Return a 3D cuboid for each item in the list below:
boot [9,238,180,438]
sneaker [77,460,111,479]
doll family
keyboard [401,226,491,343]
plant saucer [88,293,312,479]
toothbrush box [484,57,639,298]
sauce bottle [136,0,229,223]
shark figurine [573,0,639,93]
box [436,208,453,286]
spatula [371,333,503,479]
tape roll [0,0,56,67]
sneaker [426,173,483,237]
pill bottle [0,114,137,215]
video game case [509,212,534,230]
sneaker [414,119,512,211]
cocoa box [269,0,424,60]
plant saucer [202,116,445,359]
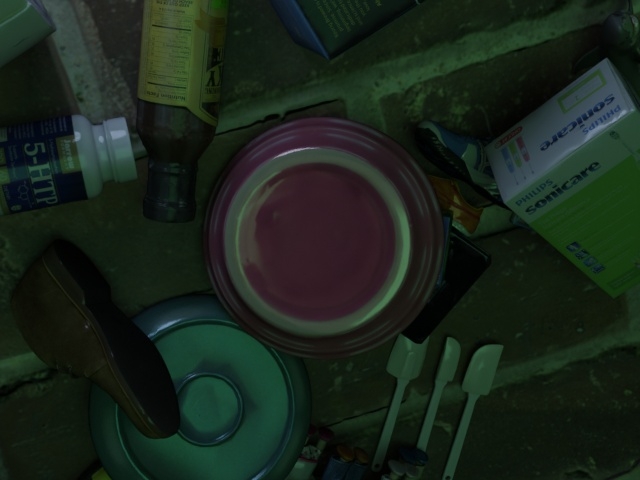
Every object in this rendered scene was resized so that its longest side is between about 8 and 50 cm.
[{"bbox_3d":[-0.297,0.151,1.453,0.115,0.112,0.305,-41,73,12],"label":"boot"},{"bbox_3d":[-0.332,0.441,1.546,0.384,0.147,0.145,-45,107,-1],"label":"sneaker"},{"bbox_3d":[0.043,0.385,1.623,0.263,0.118,0.163,17,109,-17],"label":"doll family"},{"bbox_3d":[0.152,0.059,1.586,0.108,0.023,0.180,34,113,-8],"label":"keyboard"},{"bbox_3d":[-0.160,0.232,1.529,0.317,0.043,0.318,1,86,-16],"label":"plant saucer"},{"bbox_3d":[0.395,-0.076,1.499,0.206,0.122,0.283,-37,129,24],"label":"toothbrush box"},{"bbox_3d":[-0.183,-0.196,1.428,0.111,0.111,0.344,3,106,-13],"label":"sauce bottle"},{"bbox_3d":[0.427,-0.231,1.576,0.116,0.166,0.278,-17,130,19],"label":"shark figurine"},{"bbox_3d":[0.090,-0.004,1.542,0.179,0.043,0.105,10,108,14],"label":"box"},{"bbox_3d":[0.167,0.253,1.677,0.168,0.019,0.242,11,106,-16],"label":"spatula"},{"bbox_3d":[-0.421,-0.328,1.243,0.100,0.286,0.286,-34,109,-2],"label":"tape roll"},{"bbox_3d":[0.156,-0.069,1.570,0.175,0.064,0.067,33,76,-24],"label":"sneaker"},{"bbox_3d":[-0.336,-0.102,1.416,0.186,0.112,0.112,-12,107,-9],"label":"pill bottle"},{"bbox_3d":[0.362,-0.086,1.626,0.119,0.015,0.166,17,100,-16],"label":"video game case"},{"bbox_3d":[0.221,-0.119,1.560,0.211,0.080,0.081,30,90,-28],"label":"sneaker"},{"bbox_3d":[-0.007,-0.429,1.335,0.228,0.231,0.347,-33,109,-2],"label":"cocoa box"},{"bbox_3d":[0.000,0.000,1.474,0.332,0.084,0.332,1,94,7],"label":"plant saucer"}]
